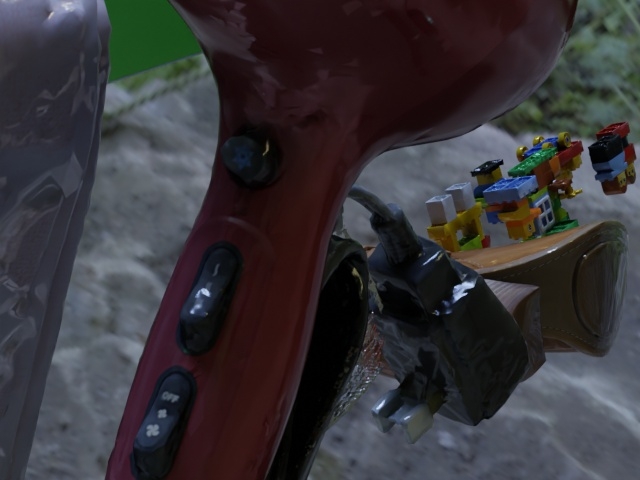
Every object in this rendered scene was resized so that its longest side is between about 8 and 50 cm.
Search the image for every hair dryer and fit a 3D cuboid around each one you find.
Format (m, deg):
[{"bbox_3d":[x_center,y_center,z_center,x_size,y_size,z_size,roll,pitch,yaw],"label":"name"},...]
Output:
[{"bbox_3d":[0.000,0.000,0.387,0.080,0.293,0.224,6,42,24],"label":"hair dryer"}]

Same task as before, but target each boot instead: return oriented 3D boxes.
[{"bbox_3d":[0.098,0.042,1.366,0.220,0.283,0.109,6,111,32],"label":"boot"}]

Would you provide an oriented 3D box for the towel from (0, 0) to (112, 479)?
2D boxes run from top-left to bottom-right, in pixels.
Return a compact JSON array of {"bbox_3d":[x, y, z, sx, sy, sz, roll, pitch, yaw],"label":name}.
[{"bbox_3d":[-0.227,0.077,0.441,0.053,0.331,0.317,52,140,41],"label":"towel"}]

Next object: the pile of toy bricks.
[{"bbox_3d":[0.184,-0.016,1.455,0.118,0.212,0.105,-7,105,37],"label":"pile of toy bricks"}]

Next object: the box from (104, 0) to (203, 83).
[{"bbox_3d":[-0.012,-0.174,0.819,0.262,0.231,0.127,-18,102,-1],"label":"box"}]
